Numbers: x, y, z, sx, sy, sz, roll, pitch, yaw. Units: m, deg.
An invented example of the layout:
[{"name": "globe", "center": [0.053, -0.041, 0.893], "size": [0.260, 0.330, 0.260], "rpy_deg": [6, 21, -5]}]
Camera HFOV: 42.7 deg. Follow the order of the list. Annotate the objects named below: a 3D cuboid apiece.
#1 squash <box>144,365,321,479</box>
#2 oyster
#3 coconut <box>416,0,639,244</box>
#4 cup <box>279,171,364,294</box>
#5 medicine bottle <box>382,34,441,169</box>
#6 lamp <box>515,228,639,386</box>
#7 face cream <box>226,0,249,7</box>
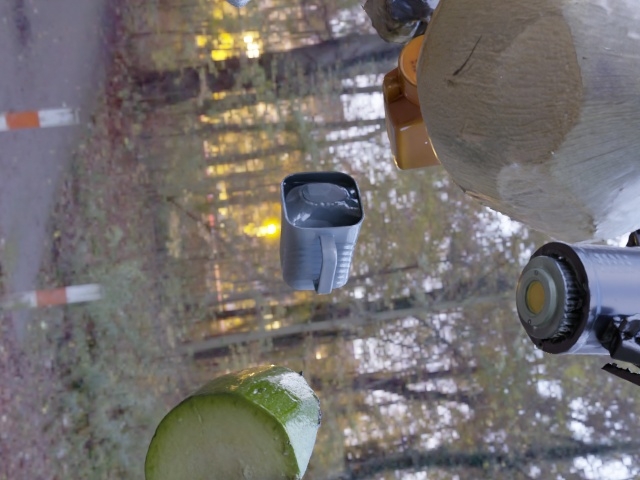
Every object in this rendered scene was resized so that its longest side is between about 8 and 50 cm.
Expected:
[{"name": "squash", "center": [-0.100, 0.175, 0.882], "size": [0.184, 0.192, 0.085], "rpy_deg": [-77, 151, -55]}, {"name": "oyster", "center": [0.158, -0.418, 1.358], "size": [0.232, 0.162, 0.107], "rpy_deg": [94, -7, -46]}, {"name": "coconut", "center": [0.297, -0.171, 0.901], "size": [0.360, 0.346, 0.346], "rpy_deg": [38, -43, 55]}, {"name": "cup", "center": [0.000, 0.000, 0.994], "size": [0.129, 0.095, 0.128], "rpy_deg": [96, -13, -48]}, {"name": "medicine bottle", "center": [0.175, -0.212, 1.267], "size": [0.222, 0.149, 0.112], "rpy_deg": [73, 5, -65]}, {"name": "lamp", "center": [0.495, 0.100, 1.497], "size": [0.374, 0.272, 0.205], "rpy_deg": [-83, -172, -61]}, {"name": "face cream", "center": [-0.032, -0.401, 1.077], "size": [0.101, 0.252, 0.101], "rpy_deg": [46, 10, -10]}]
